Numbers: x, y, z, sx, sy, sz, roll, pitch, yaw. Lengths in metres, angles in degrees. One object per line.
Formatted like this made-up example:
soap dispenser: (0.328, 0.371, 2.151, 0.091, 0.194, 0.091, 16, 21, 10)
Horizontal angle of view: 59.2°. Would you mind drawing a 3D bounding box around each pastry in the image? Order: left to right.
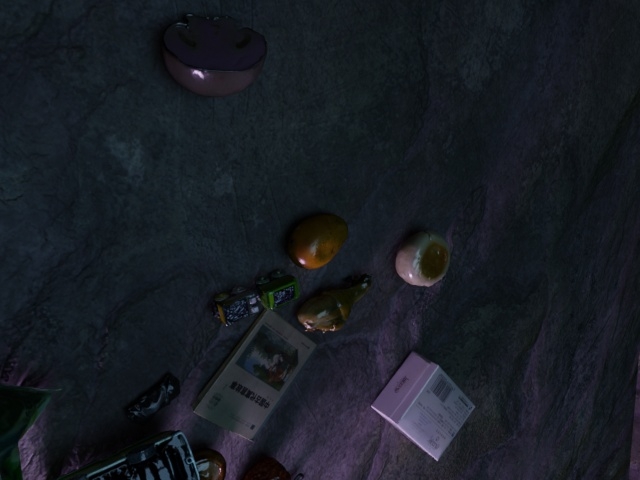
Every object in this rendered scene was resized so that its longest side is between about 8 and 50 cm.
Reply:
pastry: (0.271, 0.046, 1.495, 0.156, 0.092, 0.157, -14, 113, -35)

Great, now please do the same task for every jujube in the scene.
jujube: (-0.151, 0.614, 1.362, 0.109, 0.112, 0.176, 42, 80, -3)

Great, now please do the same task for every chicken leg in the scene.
chicken leg: (0.042, 0.156, 1.379, 0.227, 0.088, 0.103, -28, 109, -33)

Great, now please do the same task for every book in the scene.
book: (-0.144, 0.317, 1.328, 0.215, 0.025, 0.283, 43, 77, -38)

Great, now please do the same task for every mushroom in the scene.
mushroom: (-0.267, 0.531, 1.269, 0.127, 0.087, 0.127, -10, 110, -28)
mushroom: (-0.197, -0.325, 1.029, 0.188, 0.141, 0.117, -2, 140, -25)

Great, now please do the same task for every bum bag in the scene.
bum bag: (-0.346, 0.335, 1.182, 0.124, 0.034, 0.058, -37, 114, -21)

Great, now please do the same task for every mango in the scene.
mango: (-0.004, -0.004, 1.283, 0.165, 0.089, 0.115, -43, 126, -20)

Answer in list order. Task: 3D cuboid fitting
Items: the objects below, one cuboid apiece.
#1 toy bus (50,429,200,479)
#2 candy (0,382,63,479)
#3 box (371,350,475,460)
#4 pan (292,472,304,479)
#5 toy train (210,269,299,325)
toy bus: (-0.396, 0.482, 1.110, 0.276, 0.164, 0.134, -18, 89, -31)
candy: (-0.582, 0.416, 0.899, 0.262, 0.172, 0.398, 13, 61, -33)
box: (0.305, 0.483, 1.643, 0.203, 0.116, 0.274, -52, 127, -11)
pan: (-0.124, 0.697, 1.462, 0.235, 0.028, 0.136, -51, 127, -7)
toy train: (-0.140, 0.125, 1.232, 0.202, 0.081, 0.060, -21, 117, -28)
